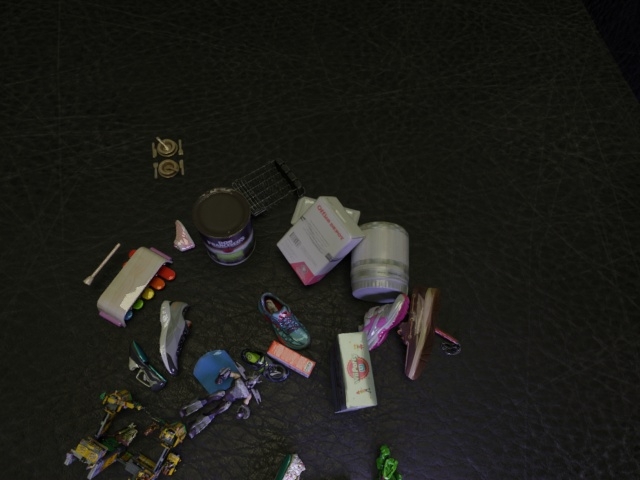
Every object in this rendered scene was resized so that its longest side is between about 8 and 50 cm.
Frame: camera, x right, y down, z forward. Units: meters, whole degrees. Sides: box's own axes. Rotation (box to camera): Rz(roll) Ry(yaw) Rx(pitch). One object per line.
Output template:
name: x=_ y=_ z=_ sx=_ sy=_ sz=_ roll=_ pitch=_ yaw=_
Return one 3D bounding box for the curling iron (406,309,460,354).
curling iron: x=0.415 y=0.339 z=1.652 sx=0.274 sy=0.035 sz=0.068 roll=39 pitch=70 yaw=12

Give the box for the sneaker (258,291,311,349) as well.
sneaker: x=-0.139 y=0.292 z=1.580 sx=0.262 sy=0.125 sz=0.104 roll=43 pitch=71 yaw=14

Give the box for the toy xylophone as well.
toy xylophone: x=-0.717 y=0.146 z=1.623 sx=0.236 sy=0.081 sz=0.322 roll=35 pitch=69 yaw=11

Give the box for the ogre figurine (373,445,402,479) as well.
ogre figurine: x=0.221 y=0.775 z=1.404 sx=0.097 sy=0.118 sz=0.197 roll=-27 pitch=73 yaw=-19

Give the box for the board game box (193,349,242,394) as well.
board game box: x=-0.359 y=0.467 z=1.533 sx=0.133 sy=0.033 sz=0.168 roll=-39 pitch=94 yaw=-7

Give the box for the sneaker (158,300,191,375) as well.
sneaker: x=-0.517 y=0.342 z=1.547 sx=0.108 sy=0.100 sz=0.271 roll=-3 pitch=67 yaw=-11

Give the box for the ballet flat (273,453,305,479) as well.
ballet flat: x=-0.127 y=0.808 z=1.386 sx=0.077 sy=0.091 sz=0.240 roll=38 pitch=71 yaw=-12

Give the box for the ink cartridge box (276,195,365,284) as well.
ink cartridge box: x=0.000 y=0.000 z=1.633 sx=0.207 sy=0.283 sz=0.117 roll=54 pitch=30 yaw=17

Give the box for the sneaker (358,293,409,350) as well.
sneaker: x=0.220 y=0.281 z=1.578 sx=0.111 sy=0.103 sz=0.252 roll=45 pitch=110 yaw=24

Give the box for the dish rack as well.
dish rack: x=-0.224 y=-0.219 z=1.820 sx=0.272 sy=0.074 sz=0.208 roll=-32 pitch=67 yaw=-13

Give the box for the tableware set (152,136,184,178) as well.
tableware set: x=-0.660 y=-0.361 z=1.869 sx=0.128 sy=0.039 sz=0.194 roll=-9 pitch=68 yaw=-8

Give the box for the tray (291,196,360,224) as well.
tray: x=0.024 y=-0.101 z=1.815 sx=0.271 sy=0.030 sz=0.145 roll=15 pitch=65 yaw=2

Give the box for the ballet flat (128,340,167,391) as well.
ballet flat: x=-0.622 y=0.443 z=1.511 sx=0.074 sy=0.074 sz=0.203 roll=-40 pitch=77 yaw=-19

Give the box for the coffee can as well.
coffee can: x=-0.353 y=-0.046 z=1.628 sx=0.202 sy=0.275 sz=0.201 roll=1 pitch=67 yaw=-3

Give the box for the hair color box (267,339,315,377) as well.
hair color box: x=-0.104 y=0.423 z=1.545 sx=0.167 sy=0.093 sz=0.053 roll=28 pitch=68 yaw=7

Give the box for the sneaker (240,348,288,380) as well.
sneaker: x=-0.203 y=0.441 z=1.537 sx=0.188 sy=0.078 sz=0.067 roll=27 pitch=68 yaw=7

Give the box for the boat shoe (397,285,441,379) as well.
boat shoe: x=0.349 y=0.333 z=1.603 sx=0.123 sy=0.123 sz=0.341 roll=10 pitch=86 yaw=34

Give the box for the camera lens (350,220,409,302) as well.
camera lens: x=0.225 y=0.078 z=1.650 sx=0.220 sy=0.219 sz=0.274 roll=6 pitch=67 yaw=-2

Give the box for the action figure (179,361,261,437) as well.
action figure: x=-0.325 y=0.538 z=1.471 sx=0.285 sy=0.099 sz=0.185 roll=-30 pitch=83 yaw=-11

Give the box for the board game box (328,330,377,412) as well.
board game box: x=0.096 y=0.444 z=1.436 sx=0.098 sy=0.303 sz=0.223 roll=-4 pitch=67 yaw=-6

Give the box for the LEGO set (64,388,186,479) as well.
LEGO set: x=-0.603 y=0.630 z=1.332 sx=0.331 sy=0.192 sz=0.254 roll=35 pitch=88 yaw=7

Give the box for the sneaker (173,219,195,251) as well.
sneaker: x=-0.561 y=-0.016 z=1.721 sx=0.070 sy=0.051 sz=0.134 roll=-29 pitch=76 yaw=-21
